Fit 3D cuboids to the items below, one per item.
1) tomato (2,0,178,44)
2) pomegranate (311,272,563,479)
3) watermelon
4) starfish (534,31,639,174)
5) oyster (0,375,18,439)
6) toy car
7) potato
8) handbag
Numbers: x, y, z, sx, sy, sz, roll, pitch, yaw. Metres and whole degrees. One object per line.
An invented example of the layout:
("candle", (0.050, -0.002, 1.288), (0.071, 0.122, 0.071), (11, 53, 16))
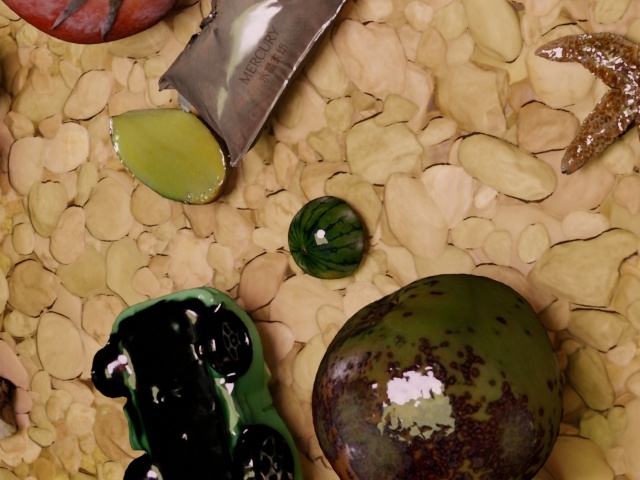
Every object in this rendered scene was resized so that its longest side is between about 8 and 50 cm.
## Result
("tomato", (-0.282, -0.372, 1.321), (0.265, 0.265, 0.265), (4, 100, 27))
("pomegranate", (0.150, 0.210, 1.188), (0.285, 0.285, 0.340), (-27, 107, 28))
("watermelon", (0.000, 0.000, 1.332), (0.105, 0.062, 0.105), (8, 103, 36))
("starfish", (0.331, -0.156, 1.135), (0.236, 0.062, 0.277), (6, 102, 28))
("oyster", (-0.589, 0.134, 1.608), (0.396, 0.204, 0.111), (42, 77, 14))
("toy car", (-0.134, 0.239, 1.383), (0.213, 0.176, 0.358), (-19, 85, 28))
("potato", (-0.186, -0.115, 1.420), (0.198, 0.054, 0.119), (16, 105, 30))
("handbag", (-0.085, -0.243, 1.315), (0.182, 0.117, 0.270), (45, 112, 24))
